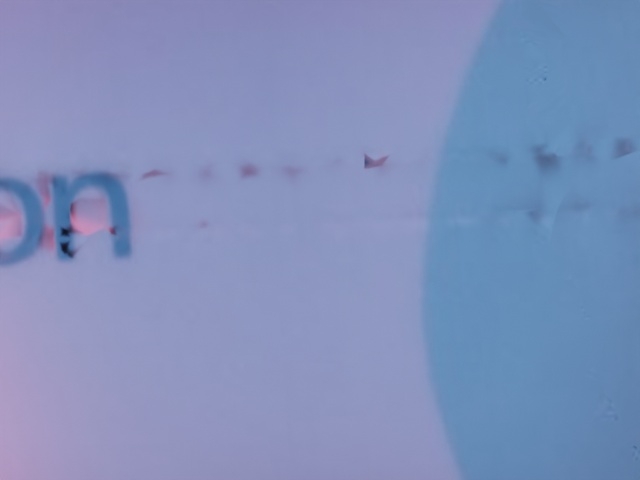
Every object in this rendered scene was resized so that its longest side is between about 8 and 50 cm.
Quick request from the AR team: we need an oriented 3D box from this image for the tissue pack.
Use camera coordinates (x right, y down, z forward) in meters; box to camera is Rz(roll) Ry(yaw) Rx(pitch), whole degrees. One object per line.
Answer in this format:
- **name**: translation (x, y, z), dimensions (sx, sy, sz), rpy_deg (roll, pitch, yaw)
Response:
- **tissue pack**: translation (0.000, 0.000, 0.483), dimensions (0.356, 0.194, 0.266), rpy_deg (-2, 89, -2)
